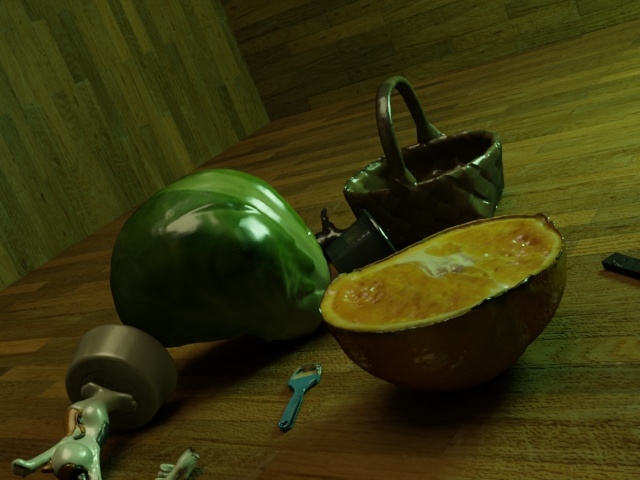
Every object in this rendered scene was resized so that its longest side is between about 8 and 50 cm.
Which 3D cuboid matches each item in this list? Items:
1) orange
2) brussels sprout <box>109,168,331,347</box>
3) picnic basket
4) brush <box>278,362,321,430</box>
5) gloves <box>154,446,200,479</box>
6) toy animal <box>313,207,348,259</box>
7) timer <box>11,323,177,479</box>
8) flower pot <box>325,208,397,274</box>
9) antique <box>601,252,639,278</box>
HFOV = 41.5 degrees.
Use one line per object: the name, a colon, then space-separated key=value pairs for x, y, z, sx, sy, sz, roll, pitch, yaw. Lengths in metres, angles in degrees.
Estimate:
orange: x=0.160 y=0.072 z=1.094 sx=0.310 sy=0.274 sz=0.274 roll=8 pitch=0 yaw=-31
brussels sprout: x=-0.164 y=0.042 z=1.429 sx=0.371 sy=0.315 sz=0.276 roll=4 pitch=19 yaw=-14
picnic basket: x=0.189 y=-0.178 z=1.693 sx=0.337 sy=0.337 sz=0.293 roll=-14 pitch=20 yaw=25
brush: x=-0.034 y=0.231 z=1.247 sx=0.051 sy=0.014 sz=0.164 roll=-18 pitch=18 yaw=19
gloves: x=-0.192 y=0.311 z=1.156 sx=0.081 sy=0.037 sz=0.044 roll=-35 pitch=-8 yaw=-5
toy animal: x=0.000 y=0.000 z=1.791 sx=0.232 sy=0.085 sz=0.148 roll=-27 pitch=18 yaw=-25
timer: x=-0.344 y=0.273 z=1.287 sx=0.175 sy=0.175 sz=0.266 roll=-16 pitch=26 yaw=20
flower pot: x=0.079 y=0.035 z=1.487 sx=0.106 sy=0.157 sz=0.157 roll=-33 pitch=17 yaw=1
antique: x=0.464 y=0.046 z=1.176 sx=0.031 sy=0.015 sz=0.192 roll=-27 pitch=17 yaw=-14
